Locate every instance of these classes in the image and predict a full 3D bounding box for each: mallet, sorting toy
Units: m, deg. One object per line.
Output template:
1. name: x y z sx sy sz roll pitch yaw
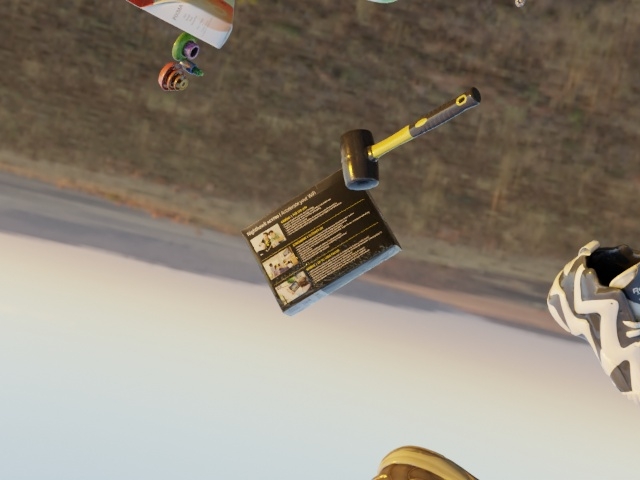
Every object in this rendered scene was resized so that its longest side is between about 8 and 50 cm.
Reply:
1. mallet: 0.087 -0.117 1.086 0.039 0.062 0.189 8 149 -40
2. sorting toy: -0.212 -0.276 1.683 0.042 0.102 0.061 33 -170 19

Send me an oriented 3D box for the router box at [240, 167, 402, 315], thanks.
1. router box: 0.000 0.000 1.435 0.179 0.133 0.046 -31 163 8

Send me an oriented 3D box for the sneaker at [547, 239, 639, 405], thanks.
1. sneaker: 0.365 0.089 1.189 0.235 0.094 0.153 51 158 27

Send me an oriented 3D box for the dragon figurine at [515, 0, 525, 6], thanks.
1. dragon figurine: 0.295 -0.462 1.420 0.085 0.289 0.144 18 -174 -2

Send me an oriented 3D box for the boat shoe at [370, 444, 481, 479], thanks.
1. boat shoe: 0.211 0.382 1.315 0.355 0.132 0.130 17 -140 26

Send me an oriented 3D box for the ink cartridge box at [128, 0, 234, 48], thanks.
1. ink cartridge box: -0.204 -0.343 1.466 0.179 0.045 0.145 28 -156 -18

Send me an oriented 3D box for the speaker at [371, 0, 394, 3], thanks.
1. speaker: 0.019 -0.445 1.505 0.131 0.131 0.296 11 173 42
